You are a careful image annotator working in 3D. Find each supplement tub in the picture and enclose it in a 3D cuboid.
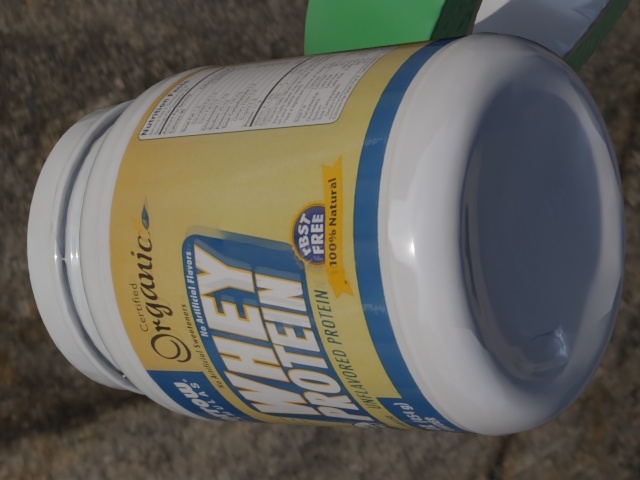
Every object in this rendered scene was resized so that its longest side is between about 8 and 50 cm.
[{"bbox_3d":[0.000,0.000,0.630,0.144,0.200,0.144,4,85,-53],"label":"supplement tub"}]

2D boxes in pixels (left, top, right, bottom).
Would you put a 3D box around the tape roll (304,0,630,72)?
[{"bbox_3d":[0.121,-0.188,0.921,0.321,0.077,0.321,-45,159,-23],"label":"tape roll"}]
